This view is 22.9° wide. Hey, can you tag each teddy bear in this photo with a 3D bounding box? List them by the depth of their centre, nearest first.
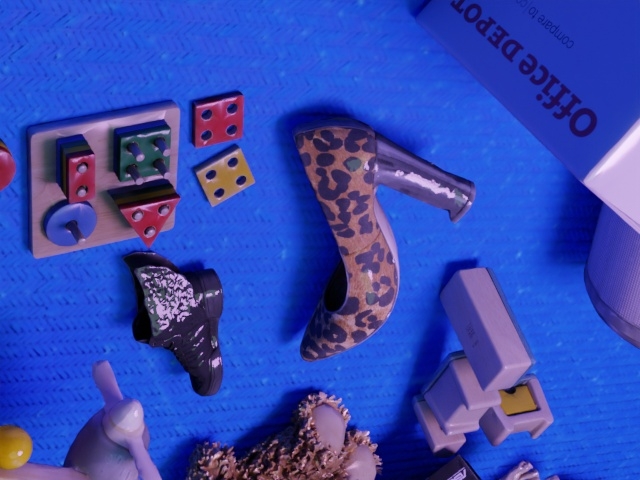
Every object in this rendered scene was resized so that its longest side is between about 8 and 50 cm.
[{"bbox_3d":[-0.081,0.299,1.677,0.338,0.113,0.245,-53,142,5],"label":"teddy bear"}]

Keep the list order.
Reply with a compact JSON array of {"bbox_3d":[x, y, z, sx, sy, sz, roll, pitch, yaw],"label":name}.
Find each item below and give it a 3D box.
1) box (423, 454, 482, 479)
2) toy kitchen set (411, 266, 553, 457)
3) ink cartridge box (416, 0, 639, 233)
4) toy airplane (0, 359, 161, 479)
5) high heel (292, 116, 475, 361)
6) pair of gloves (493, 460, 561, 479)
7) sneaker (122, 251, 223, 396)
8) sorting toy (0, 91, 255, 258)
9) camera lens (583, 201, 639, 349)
[{"bbox_3d":[0.100,0.313,1.776,0.184,0.045,0.191,-35,167,0],"label":"box"},{"bbox_3d":[0.197,0.127,1.716,0.166,0.122,0.207,-7,149,-29],"label":"toy kitchen set"},{"bbox_3d":[0.314,-0.233,1.336,0.395,0.285,0.166,-49,134,11],"label":"ink cartridge box"},{"bbox_3d":[-0.338,0.183,1.318,0.384,0.272,0.386,-8,154,24],"label":"toy airplane"},{"bbox_3d":[0.000,0.000,1.497,0.186,0.093,0.261,24,120,-24],"label":"high heel"},{"bbox_3d":[0.180,0.323,1.835,0.204,0.042,0.240,-36,162,8],"label":"pair of gloves"},{"bbox_3d":[-0.139,0.082,1.481,0.089,0.051,0.170,-13,127,-24],"label":"sneaker"},{"bbox_3d":[-0.171,-0.044,1.353,0.274,0.046,0.132,-13,132,-25],"label":"sorting toy"},{"bbox_3d":[0.398,-0.026,1.615,0.219,0.219,0.274,-12,131,-25],"label":"camera lens"}]
